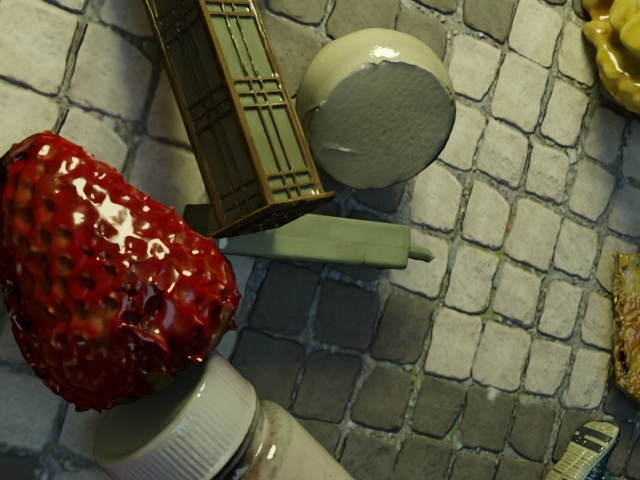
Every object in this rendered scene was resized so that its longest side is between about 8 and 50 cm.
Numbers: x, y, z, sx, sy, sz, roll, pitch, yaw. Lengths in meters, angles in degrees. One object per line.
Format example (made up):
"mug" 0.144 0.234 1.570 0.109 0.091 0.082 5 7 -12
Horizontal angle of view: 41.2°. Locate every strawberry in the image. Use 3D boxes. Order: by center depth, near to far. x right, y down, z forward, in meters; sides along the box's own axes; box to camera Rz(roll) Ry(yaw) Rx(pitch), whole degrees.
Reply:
"strawberry" -0.200 0.021 0.747 0.205 0.205 0.244 -36 99 -22

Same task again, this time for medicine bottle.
"medicine bottle" -0.078 0.242 0.844 0.165 0.165 0.273 -49 115 -17

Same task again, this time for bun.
"bun" 0.055 -0.148 0.910 0.173 0.120 0.172 -7 128 -9

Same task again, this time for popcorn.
"popcorn" 0.462 -0.264 1.092 0.265 0.225 0.332 -36 89 -34

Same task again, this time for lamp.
"lamp" -0.092 -0.169 0.782 0.090 0.089 0.325 -15 84 -46

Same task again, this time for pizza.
"pizza" 0.483 0.141 1.212 0.189 0.071 0.297 -47 112 -4

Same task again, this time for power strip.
"power strip" 0.000 0.000 0.908 0.288 0.093 0.053 5 88 -30

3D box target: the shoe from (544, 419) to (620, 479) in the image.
"shoe" 0.367 0.310 1.163 0.071 0.064 0.143 44 76 -24
